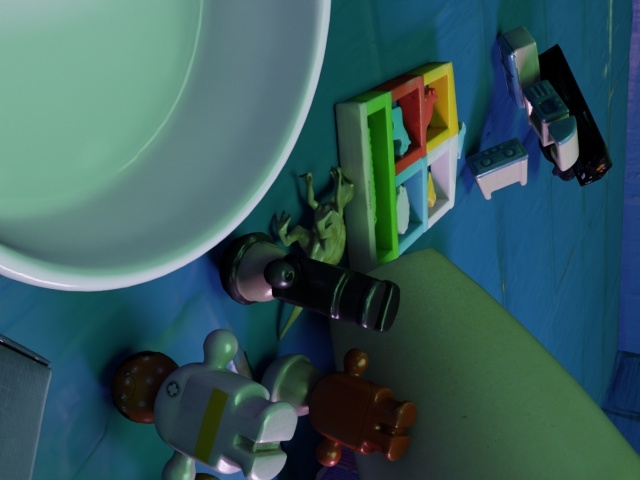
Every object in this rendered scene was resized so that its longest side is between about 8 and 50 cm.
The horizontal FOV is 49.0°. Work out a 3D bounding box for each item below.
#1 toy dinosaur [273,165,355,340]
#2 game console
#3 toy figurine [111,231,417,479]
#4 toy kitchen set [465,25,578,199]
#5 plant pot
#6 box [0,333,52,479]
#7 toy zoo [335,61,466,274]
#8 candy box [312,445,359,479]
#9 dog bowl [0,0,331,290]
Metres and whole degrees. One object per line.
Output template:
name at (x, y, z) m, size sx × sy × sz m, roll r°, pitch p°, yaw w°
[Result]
toy dinosaur at (0.000, 0.000, 0.645) m, size 0.092 × 0.053 × 0.183 m, roll 52°, pitch 53°, yaw -53°
game console at (0.424, -0.190, 1.231) m, size 0.361 × 0.044 × 0.213 m, roll 22°, pitch 47°, yaw -76°
toy figurine at (-0.040, 0.122, 0.528) m, size 0.209 × 0.148 × 0.213 m, roll -46°, pitch 137°, yaw -37°
toy kitchen set at (0.277, -0.195, 1.067) m, size 0.122 × 0.166 × 0.207 m, roll 61°, pitch 10°, yaw -47°
plant pot at (0.123, 0.156, 0.681) m, size 0.257 × 0.257 × 0.273 m, roll 1°, pitch 57°, yaw -60°
box at (-0.193, 0.127, 0.250) m, size 0.183 × 0.059 × 0.232 m, roll 58°, pitch 28°, yaw -56°
toy zoo at (0.108, -0.098, 0.827) m, size 0.293 × 0.030 × 0.192 m, roll -37°, pitch 128°, yaw -51°
candy box at (0.042, 0.316, 0.779) m, size 0.196 × 0.070 × 0.164 m, roll -41°, pitch 131°, yaw -49°
dog bowl at (-0.112, -0.116, 0.332) m, size 0.265 × 0.104 × 0.264 m, roll -32°, pitch 131°, yaw -46°
